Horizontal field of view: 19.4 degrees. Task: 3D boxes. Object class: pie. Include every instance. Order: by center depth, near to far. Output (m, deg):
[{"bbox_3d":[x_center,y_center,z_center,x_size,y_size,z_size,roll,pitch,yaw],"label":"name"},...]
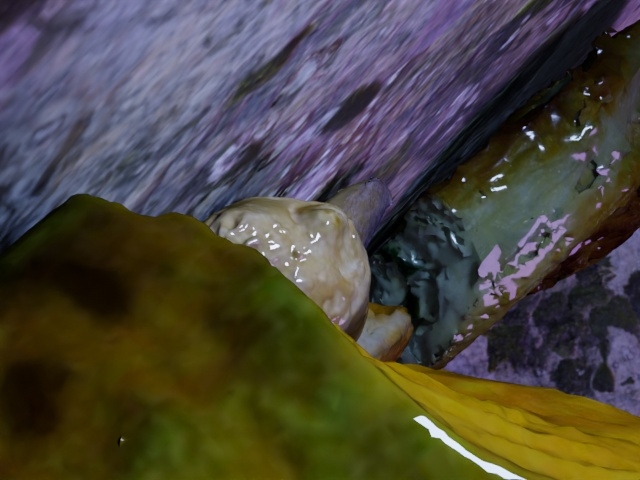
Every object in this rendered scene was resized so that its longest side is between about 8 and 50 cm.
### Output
[{"bbox_3d":[0.134,-0.015,1.228,0.288,0.103,0.354,-30,165,-43],"label":"pie"}]

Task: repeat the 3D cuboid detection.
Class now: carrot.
[{"bbox_3d":[-0.034,0.113,0.528,0.341,0.241,0.241,-42,170,-16],"label":"carrot"}]

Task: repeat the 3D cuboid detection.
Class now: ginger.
[{"bbox_3d":[-0.024,0.030,0.775,0.095,0.069,0.190,-13,166,-8],"label":"ginger"}]

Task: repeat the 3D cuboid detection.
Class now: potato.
[{"bbox_3d":[0.000,0.000,0.888,0.093,0.036,0.037,-62,145,-37],"label":"potato"}]

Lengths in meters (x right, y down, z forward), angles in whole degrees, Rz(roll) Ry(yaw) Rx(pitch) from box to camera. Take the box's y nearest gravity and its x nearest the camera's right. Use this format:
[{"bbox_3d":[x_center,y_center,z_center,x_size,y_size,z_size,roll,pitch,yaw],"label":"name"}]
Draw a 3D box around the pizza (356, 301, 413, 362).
[{"bbox_3d":[-0.028,0.101,1.060,0.182,0.074,0.365,-42,168,-15],"label":"pizza"}]
